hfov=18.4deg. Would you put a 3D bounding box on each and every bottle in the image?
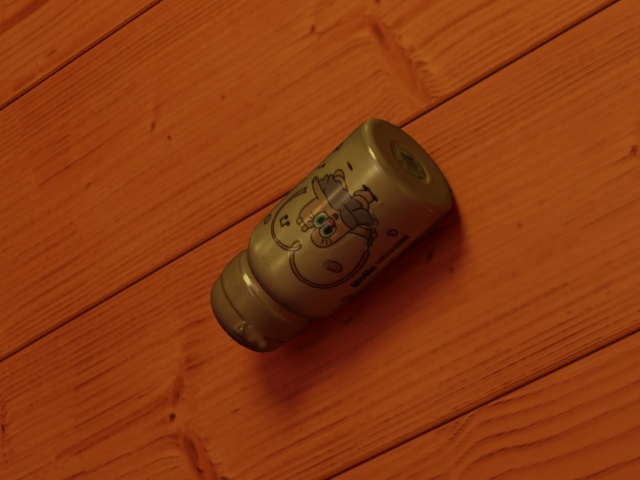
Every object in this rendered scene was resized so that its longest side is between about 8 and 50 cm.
[{"bbox_3d":[0.000,0.000,1.577,0.209,0.097,0.110,-42,22,24],"label":"bottle"}]
